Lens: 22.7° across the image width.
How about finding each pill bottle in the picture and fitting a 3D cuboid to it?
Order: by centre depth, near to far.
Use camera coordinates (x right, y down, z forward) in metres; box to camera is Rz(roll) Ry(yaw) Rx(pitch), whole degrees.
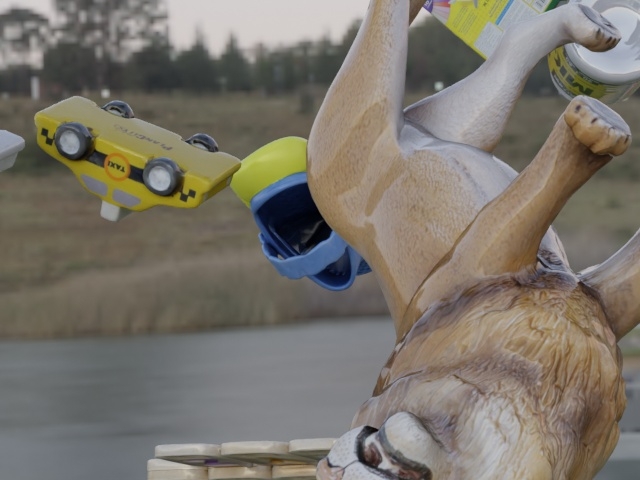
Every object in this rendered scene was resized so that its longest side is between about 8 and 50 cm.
[{"bbox_3d":[0.316,-0.215,1.776,0.119,0.119,0.208,-2,-6,2],"label":"pill bottle"}]

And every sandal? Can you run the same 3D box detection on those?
[{"bbox_3d":[0.000,0.000,1.771,0.126,0.138,0.317,-29,-22,14],"label":"sandal"}]

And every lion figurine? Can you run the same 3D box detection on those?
[{"bbox_3d":[0.065,-0.004,0.817,0.142,0.240,0.392,26,26,-24],"label":"lion figurine"}]

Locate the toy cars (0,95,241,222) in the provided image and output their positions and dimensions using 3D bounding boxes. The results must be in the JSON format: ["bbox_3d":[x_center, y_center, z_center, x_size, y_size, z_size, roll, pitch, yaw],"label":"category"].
[{"bbox_3d":[-0.272,-0.072,1.458,0.393,0.087,0.176,5,25,-24],"label":"toy cars"}]

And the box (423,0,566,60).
[{"bbox_3d":[0.143,-0.252,1.508,0.179,0.105,0.043,43,29,18],"label":"box"}]

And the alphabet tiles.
[{"bbox_3d":[0.017,0.180,1.215,0.284,0.021,0.278,-7,-17,29],"label":"alphabet tiles"}]
